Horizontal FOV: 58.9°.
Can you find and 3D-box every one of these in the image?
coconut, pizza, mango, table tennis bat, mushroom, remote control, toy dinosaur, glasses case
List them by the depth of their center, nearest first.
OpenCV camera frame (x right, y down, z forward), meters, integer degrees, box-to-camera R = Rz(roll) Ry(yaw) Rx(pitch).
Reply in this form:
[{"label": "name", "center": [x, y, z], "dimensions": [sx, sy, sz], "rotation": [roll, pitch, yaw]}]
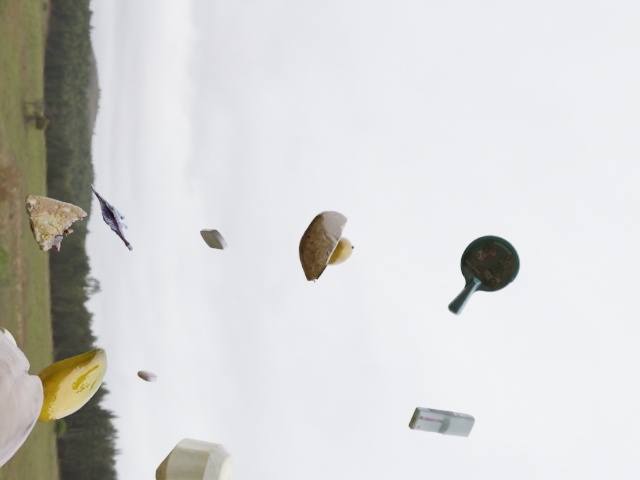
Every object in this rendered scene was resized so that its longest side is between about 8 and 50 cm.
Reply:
[{"label": "table tennis bat", "center": [0.349, 0.080, 1.243], "dimensions": [0.201, 0.124, 0.033], "rotation": [-53, 167, 1]}, {"label": "remote control", "center": [0.303, 0.451, 1.403], "dimensions": [0.029, 0.166, 0.065], "rotation": [-122, -131, -65]}, {"label": "toy dinosaur", "center": [-0.513, -0.055, 1.403], "dimensions": [0.197, 0.045, 0.080], "rotation": [57, -11, 8]}, {"label": "mushroom", "center": [0.000, 0.000, 1.441], "dimensions": [0.209, 0.094, 0.072], "rotation": [-59, -179, -25]}, {"label": "pizza", "center": [-0.699, -0.034, 1.465], "dimensions": [0.069, 0.154, 0.193], "rotation": [-56, -151, 33]}, {"label": "glasses case", "center": [-0.468, 0.366, 1.532], "dimensions": [0.083, 0.032, 0.021], "rotation": [5, -86, 51]}, {"label": "coconut", "center": [-0.369, 0.682, 1.647], "dimensions": [0.202, 0.222, 0.202], "rotation": [2, 90, -78]}, {"label": "mango", "center": [-0.816, 0.464, 1.818], "dimensions": [0.119, 0.317, 0.176], "rotation": [25, -32, 58]}, {"label": "remote control", "center": [-0.366, -0.005, 1.936], "dimensions": [0.077, 0.022, 0.245], "rotation": [57, -19, -14]}, {"label": "mango", "center": [0.022, 0.031, 2.132], "dimensions": [0.227, 0.147, 0.109], "rotation": [9, -54, 48]}]

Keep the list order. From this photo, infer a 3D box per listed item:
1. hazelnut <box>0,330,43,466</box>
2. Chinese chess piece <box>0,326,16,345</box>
[{"label": "hazelnut", "center": [-0.657, 0.262, 0.921], "dimensions": [0.315, 0.373, 0.372], "rotation": [-76, -177, -67]}, {"label": "Chinese chess piece", "center": [-0.938, 0.324, 1.500], "dimensions": [0.251, 0.251, 0.097], "rotation": [27, -47, 62]}]
